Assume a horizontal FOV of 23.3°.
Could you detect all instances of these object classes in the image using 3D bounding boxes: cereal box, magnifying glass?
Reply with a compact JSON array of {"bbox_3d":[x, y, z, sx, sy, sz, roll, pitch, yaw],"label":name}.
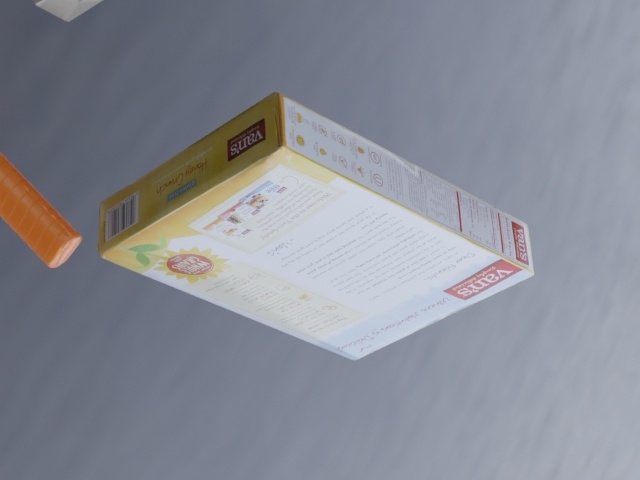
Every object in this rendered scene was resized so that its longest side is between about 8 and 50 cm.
[{"bbox_3d":[0.000,0.000,1.018,0.240,0.173,0.047,25,49,-40],"label":"cereal box"},{"bbox_3d":[-0.236,-0.073,0.973,0.092,0.231,0.026,-50,168,28],"label":"magnifying glass"}]

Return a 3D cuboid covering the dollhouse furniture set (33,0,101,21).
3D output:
[{"bbox_3d":[-0.135,-0.296,1.127,0.242,0.161,0.212,-31,178,4],"label":"dollhouse furniture set"}]
